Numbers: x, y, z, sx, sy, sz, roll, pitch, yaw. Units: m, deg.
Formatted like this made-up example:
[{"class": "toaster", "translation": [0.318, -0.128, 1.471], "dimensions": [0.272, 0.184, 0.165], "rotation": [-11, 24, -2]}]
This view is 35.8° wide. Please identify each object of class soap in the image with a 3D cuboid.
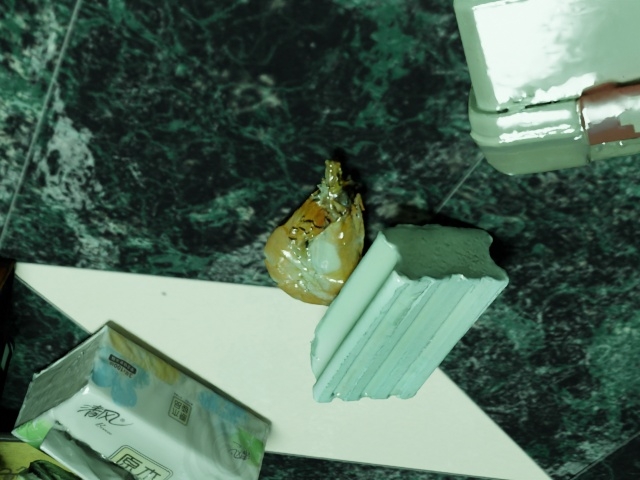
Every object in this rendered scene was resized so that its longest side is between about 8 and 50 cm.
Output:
[{"class": "soap", "translation": [0.069, 0.070, 0.882], "dimensions": [0.114, 0.063, 0.198], "rotation": [2, 141, -26]}]

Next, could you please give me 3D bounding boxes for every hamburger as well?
[{"class": "hamburger", "translation": [-0.263, 0.279, 1.036], "dimensions": [0.133, 0.062, 0.140], "rotation": [23, 161, 22]}]

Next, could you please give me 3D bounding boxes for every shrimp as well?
[{"class": "shrimp", "translation": [0.000, 0.000, 0.862], "dimensions": [0.091, 0.043, 0.184], "rotation": [17, 138, -1]}]

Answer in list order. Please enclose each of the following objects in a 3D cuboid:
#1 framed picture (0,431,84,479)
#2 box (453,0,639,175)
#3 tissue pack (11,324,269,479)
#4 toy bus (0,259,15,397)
[{"class": "framed picture", "translation": [-0.416, 0.325, 1.265], "dimensions": [0.255, 0.014, 0.339], "rotation": [9, 140, -22]}, {"class": "box", "translation": [0.190, -0.133, 0.610], "dimensions": [0.210, 0.148, 0.129], "rotation": [-9, 122, 21]}, {"class": "tissue pack", "translation": [-0.197, 0.225, 1.067], "dimensions": [0.229, 0.145, 0.159], "rotation": [38, 132, -25]}, {"class": "toy bus", "translation": [-0.383, 0.198, 1.049], "dimensions": [0.092, 0.093, 0.409], "rotation": [12, 121, -10]}]
